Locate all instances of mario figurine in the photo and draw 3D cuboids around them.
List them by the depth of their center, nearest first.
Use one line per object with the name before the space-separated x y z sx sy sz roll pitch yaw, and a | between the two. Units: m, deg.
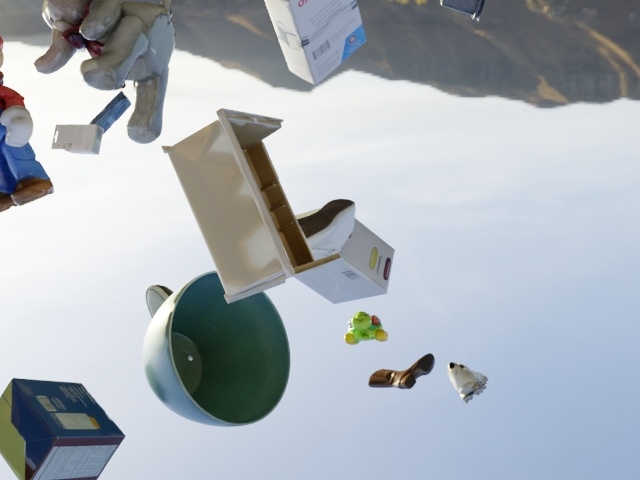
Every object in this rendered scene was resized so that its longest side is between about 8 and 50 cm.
mario figurine | -0.549 -0.195 1.168 0.198 0.321 0.170 -21 -169 -7

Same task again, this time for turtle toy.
turtle toy | 0.098 0.194 1.685 0.095 0.066 0.130 -7 168 9

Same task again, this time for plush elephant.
plush elephant | -0.417 -0.384 1.398 0.255 0.330 0.272 12 171 11

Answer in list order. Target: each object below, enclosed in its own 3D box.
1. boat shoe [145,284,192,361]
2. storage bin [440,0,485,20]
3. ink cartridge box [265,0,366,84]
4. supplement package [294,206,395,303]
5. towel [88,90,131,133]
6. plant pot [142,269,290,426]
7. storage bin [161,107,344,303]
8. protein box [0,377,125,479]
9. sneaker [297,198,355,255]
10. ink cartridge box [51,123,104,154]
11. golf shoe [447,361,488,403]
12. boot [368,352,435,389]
boat shoe | -0.339 0.245 2.058 0.340 0.127 0.113 47 -137 9
storage bin | 0.316 -0.553 1.635 0.091 0.135 0.098 12 -152 0
ink cartridge box | -0.007 -0.396 1.331 0.139 0.191 0.082 -44 -126 -16
supplement package | 0.040 0.042 2.070 0.204 0.145 0.262 -15 141 41
towel | -0.491 -0.292 1.769 0.029 0.119 0.067 40 172 5
plant pot | -0.228 0.222 1.455 0.195 0.290 0.290 -22 -178 39
storage bin | -0.095 -0.057 1.212 0.123 0.262 0.260 -26 176 20
protein box | -0.581 0.418 1.657 0.200 0.136 0.201 37 -173 31
sneaker | 0.000 0.000 1.811 0.106 0.123 0.290 14 -153 33
ink cartridge box | -0.540 -0.225 1.682 0.115 0.063 0.029 5 171 22
golf shoe | 0.312 0.291 1.627 0.069 0.086 0.176 -38 169 4
boot | 0.159 0.259 1.502 0.106 0.037 0.114 -32 -169 -36
